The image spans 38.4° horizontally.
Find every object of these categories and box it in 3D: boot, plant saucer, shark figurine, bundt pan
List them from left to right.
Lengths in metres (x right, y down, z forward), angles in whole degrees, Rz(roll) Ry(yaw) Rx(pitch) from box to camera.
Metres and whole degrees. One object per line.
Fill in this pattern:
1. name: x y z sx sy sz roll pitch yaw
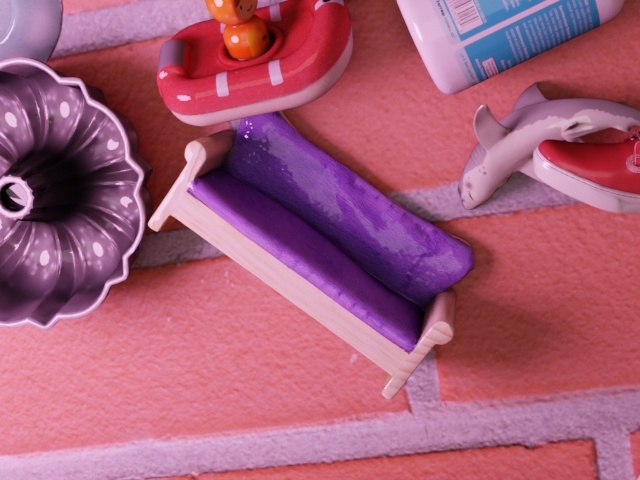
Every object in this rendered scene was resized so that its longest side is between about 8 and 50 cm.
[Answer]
1. plant saucer: -0.420 -0.289 1.141 0.194 0.037 0.195 2 102 9
2. bundt pan: -0.352 -0.064 1.134 0.330 0.124 0.331 2 103 9
3. shark figurine: 0.275 -0.138 1.035 0.278 0.116 0.166 -12 134 19
4. boot: 0.350 -0.113 0.927 0.244 0.088 0.176 10 123 -3

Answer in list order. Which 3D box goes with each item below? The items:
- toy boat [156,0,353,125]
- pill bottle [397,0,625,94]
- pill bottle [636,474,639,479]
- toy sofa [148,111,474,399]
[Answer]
1. toy boat: -0.082 -0.232 1.022 0.231 0.151 0.151 -12 137 8
2. pill bottle: 0.222 -0.273 0.985 0.264 0.146 0.146 -24 98 13
3. pill bottle: 0.440 0.259 1.101 0.078 0.078 0.137 27 105 2
4. toy sofa: 0.000 0.000 1.078 0.362 0.150 0.177 36 106 0
